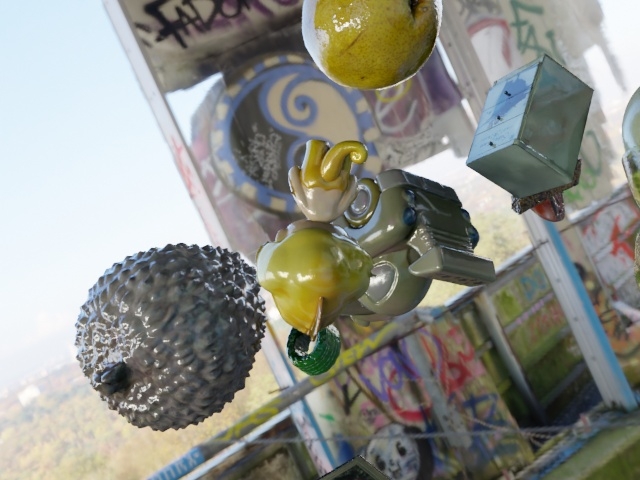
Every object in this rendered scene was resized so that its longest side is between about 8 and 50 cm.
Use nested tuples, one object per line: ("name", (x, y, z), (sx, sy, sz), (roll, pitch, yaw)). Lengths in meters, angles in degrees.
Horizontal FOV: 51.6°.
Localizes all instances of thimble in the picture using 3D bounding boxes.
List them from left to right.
("thimble", (-0.017, 0.238, 1.528), (0.118, 0.130, 0.090), (-30, -40, 18))

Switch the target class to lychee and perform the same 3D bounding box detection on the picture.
("lychee", (-0.289, 0.183, 1.343), (0.380, 0.381, 0.432), (-24, 7, 38))

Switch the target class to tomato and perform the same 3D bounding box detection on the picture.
("tomato", (0.507, -0.119, 1.539), (0.082, 0.174, 0.166), (-13, 7, 29))

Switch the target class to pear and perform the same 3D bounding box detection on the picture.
("pear", (0.080, -0.328, 0.974), (0.208, 0.209, 0.209), (-25, 1, 0))

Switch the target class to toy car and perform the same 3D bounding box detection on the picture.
("toy car", (0.112, 0.055, 1.187), (0.242, 0.226, 0.336), (12, -45, -42))

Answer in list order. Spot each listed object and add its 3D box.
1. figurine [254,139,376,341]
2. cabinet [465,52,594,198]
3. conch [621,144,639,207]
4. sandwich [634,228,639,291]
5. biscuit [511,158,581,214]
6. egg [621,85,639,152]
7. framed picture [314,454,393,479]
("figurine", (0.000, 0.000, 0.819), (0.156, 0.247, 0.131), (5, -2, -9))
("cabinet", (0.400, -0.218, 1.271), (0.145, 0.150, 0.206), (-21, 45, 63))
("conch", (0.506, -0.077, 0.857), (0.181, 0.124, 0.187), (-25, -28, 27))
("sandwich", (0.404, 0.013, 0.661), (0.250, 0.162, 0.301), (3, -68, -59))
("biscuit", (0.480, -0.119, 1.401), (0.199, 0.064, 0.034), (-25, 33, -26))
("egg", (0.668, -0.212, 1.246), (0.186, 0.253, 0.187), (11, -25, 5))
("framed picture", (0.053, 0.487, 1.243), (0.195, 0.010, 0.199), (-23, 22, -27))
